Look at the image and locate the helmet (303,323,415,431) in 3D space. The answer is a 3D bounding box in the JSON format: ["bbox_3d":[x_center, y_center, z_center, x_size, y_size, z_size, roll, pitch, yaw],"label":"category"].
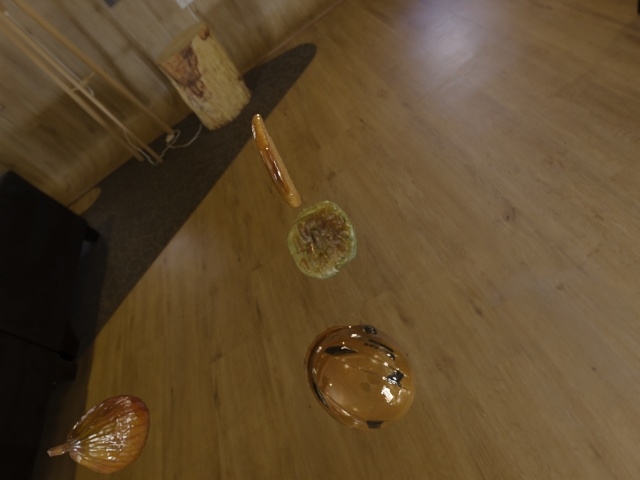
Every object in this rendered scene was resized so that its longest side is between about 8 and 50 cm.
[{"bbox_3d":[0.080,0.268,0.776,0.130,0.224,0.198,-155,89,-86],"label":"helmet"}]

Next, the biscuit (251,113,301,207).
[{"bbox_3d":[-0.097,-0.156,0.899,0.033,0.224,0.144,-23,34,6],"label":"biscuit"}]

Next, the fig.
[{"bbox_3d":[-0.356,0.310,0.648,0.119,0.153,0.119,-13,72,44],"label":"fig"}]

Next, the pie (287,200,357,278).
[{"bbox_3d":[0.000,0.000,0.428,0.084,0.020,0.084,5,99,33],"label":"pie"}]
